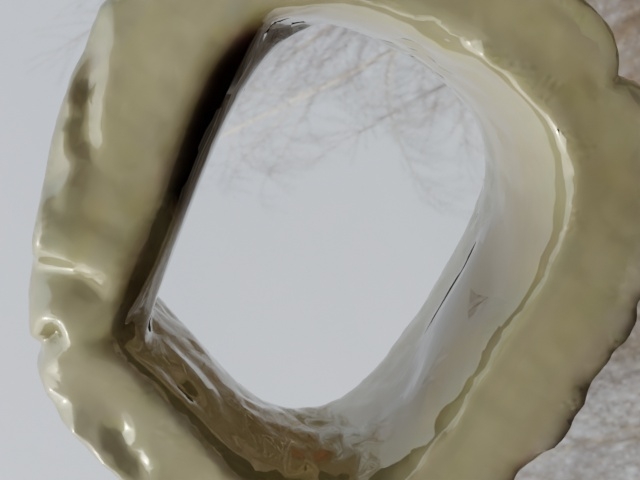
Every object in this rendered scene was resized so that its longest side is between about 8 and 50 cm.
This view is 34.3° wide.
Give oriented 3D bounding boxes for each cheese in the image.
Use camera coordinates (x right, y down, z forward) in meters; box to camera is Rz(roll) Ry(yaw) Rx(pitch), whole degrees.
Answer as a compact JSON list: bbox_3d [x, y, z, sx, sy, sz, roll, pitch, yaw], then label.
[{"bbox_3d":[-0.003,-0.001,0.546,0.292,0.332,0.153,23,-174,-11],"label":"cheese"}]
